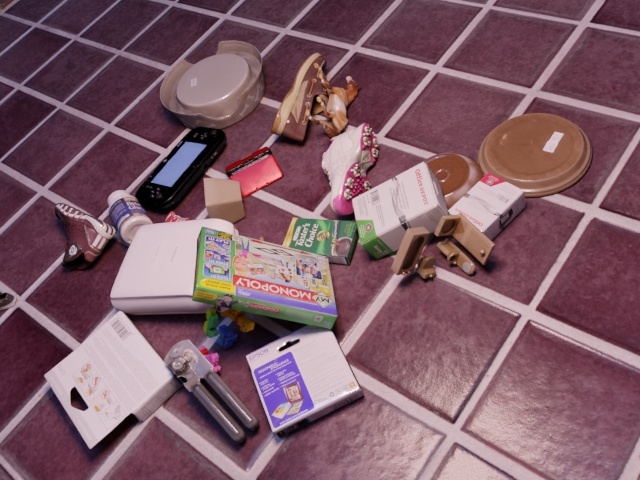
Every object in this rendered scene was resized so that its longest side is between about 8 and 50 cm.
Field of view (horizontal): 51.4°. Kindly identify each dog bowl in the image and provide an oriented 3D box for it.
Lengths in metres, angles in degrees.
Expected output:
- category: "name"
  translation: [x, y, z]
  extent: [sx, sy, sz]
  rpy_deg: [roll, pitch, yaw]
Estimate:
- category: "dog bowl"
  translation: [-0.337, -0.494, 2.148]
  extent: [0.348, 0.102, 0.349]
  rpy_deg: [-10, 50, 13]

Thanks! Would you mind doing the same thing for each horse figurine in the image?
- category: "horse figurine"
  translation: [0.035, -0.386, 1.909]
  extent: [0.066, 0.174, 0.263]
  rpy_deg: [-14, 57, 34]

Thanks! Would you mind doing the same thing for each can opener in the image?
- category: "can opener"
  translation: [-0.244, 0.338, 1.495]
  extent: [0.076, 0.095, 0.283]
  rpy_deg: [-41, 64, -15]

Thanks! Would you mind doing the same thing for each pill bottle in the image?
- category: "pill bottle"
  translation: [-0.548, -0.071, 1.899]
  extent: [0.094, 0.094, 0.169]
  rpy_deg: [-35, 50, -9]

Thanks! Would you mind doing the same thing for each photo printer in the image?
- category: "photo printer"
  translation: [-0.359, 0.067, 1.700]
  extent: [0.307, 0.107, 0.256]
  rpy_deg: [-3, 52, 24]

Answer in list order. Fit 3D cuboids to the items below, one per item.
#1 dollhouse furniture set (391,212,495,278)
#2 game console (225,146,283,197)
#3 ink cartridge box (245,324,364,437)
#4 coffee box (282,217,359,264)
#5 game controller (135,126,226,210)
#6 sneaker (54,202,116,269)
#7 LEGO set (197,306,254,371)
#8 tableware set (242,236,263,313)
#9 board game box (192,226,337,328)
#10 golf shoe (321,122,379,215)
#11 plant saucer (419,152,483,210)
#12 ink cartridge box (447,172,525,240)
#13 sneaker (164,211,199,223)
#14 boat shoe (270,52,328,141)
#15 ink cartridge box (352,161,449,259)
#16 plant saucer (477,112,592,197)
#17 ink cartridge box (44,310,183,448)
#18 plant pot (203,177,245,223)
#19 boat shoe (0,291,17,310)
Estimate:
- category: "dollhouse furniture set"
  translation: [0.271, 0.037, 1.485]
  extent: [0.151, 0.144, 0.123]
  rpy_deg: [-7, 40, -34]
- category: "game console"
  translation: [-0.192, -0.198, 1.923]
  extent: [0.144, 0.085, 0.124]
  rpy_deg: [-28, 18, -3]
- category: "ink cartridge box"
  translation: [-0.039, 0.295, 1.460]
  extent: [0.206, 0.045, 0.208]
  rpy_deg: [-26, 50, -2]
- category: "coffee box"
  translation: [0.000, 0.000, 1.679]
  extent: [0.184, 0.040, 0.113]
  rpy_deg: [5, 56, 23]
- category: "game controller"
  translation: [-0.416, -0.220, 1.987]
  extent: [0.166, 0.067, 0.319]
  rpy_deg: [20, 62, 31]
- category: "sneaker"
  translation: [-0.714, -0.006, 1.910]
  extent: [0.281, 0.106, 0.163]
  rpy_deg: [18, 77, 43]
- category: "LEGO set"
  translation: [-0.209, 0.202, 1.523]
  extent: [0.093, 0.227, 0.087]
  rpy_deg: [31, 30, 30]
- category: "tableware set"
  translation: [-0.179, 0.094, 1.672]
  extent: [0.128, 0.039, 0.194]
  rpy_deg: [-29, 42, 17]
- category: "board game box"
  translation: [-0.126, 0.083, 1.511]
  extent: [0.317, 0.046, 0.214]
  rpy_deg: [14, 34, -17]
- category: "golf shoe"
  translation: [0.062, -0.180, 1.766]
  extent: [0.140, 0.115, 0.306]
  rpy_deg: [-6, 45, 29]
- category: "plant saucer"
  translation: [0.308, -0.155, 1.680]
  extent: [0.198, 0.036, 0.199]
  rpy_deg: [-13, 52, 17]
- category: "ink cartridge box"
  translation: [0.394, -0.074, 1.578]
  extent: [0.150, 0.063, 0.109]
  rpy_deg: [-42, 51, -13]
- category: "sneaker"
  translation: [-0.386, -0.054, 1.862]
  extent: [0.118, 0.042, 0.067]
  rpy_deg: [-14, 53, 12]
- category: "boat shoe"
  translation: [-0.033, -0.424, 1.993]
  extent: [0.123, 0.123, 0.342]
  rpy_deg: [24, 52, 0]
- category: "ink cartridge box"
  translation: [0.193, -0.071, 1.599]
  extent: [0.208, 0.087, 0.153]
  rpy_deg: [-27, 46, 22]
- category: "plant saucer"
  translation: [0.531, -0.224, 1.663]
  extent: [0.277, 0.041, 0.278]
  rpy_deg: [-10, 50, 12]
- category: "ink cartridge box"
  translation: [-0.496, 0.333, 1.590]
  extent: [0.239, 0.060, 0.275]
  rpy_deg: [-42, 52, -13]
- category: "plant pot"
  translation: [-0.259, -0.105, 1.820]
  extent: [0.096, 0.109, 0.109]
  rpy_deg: [-9, 50, -3]
- category: "boat shoe"
  translation: [-0.929, 0.182, 1.877]
  extent: [0.142, 0.040, 0.049]
  rpy_deg: [-22, 49, 2]
